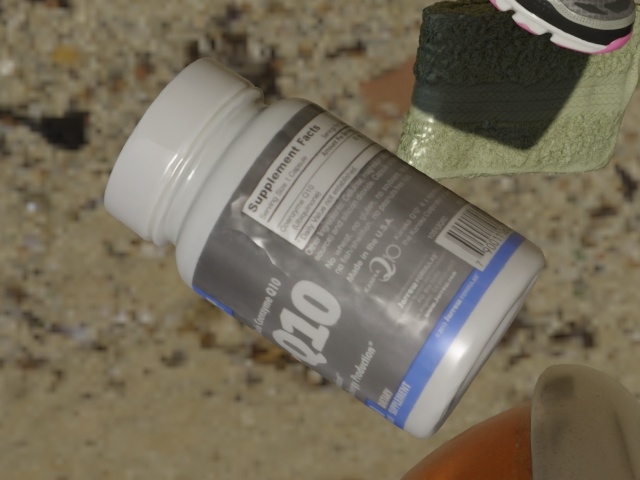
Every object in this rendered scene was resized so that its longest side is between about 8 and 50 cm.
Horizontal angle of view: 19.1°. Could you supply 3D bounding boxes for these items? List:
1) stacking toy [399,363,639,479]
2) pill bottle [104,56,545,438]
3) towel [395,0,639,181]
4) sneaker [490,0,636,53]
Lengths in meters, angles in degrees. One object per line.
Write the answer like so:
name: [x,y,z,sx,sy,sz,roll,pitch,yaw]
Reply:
stacking toy: [-0.027,0.277,0.944,0.480,0.350,0.350,-15,160,14]
pill bottle: [0.000,0.000,0.649,0.137,0.078,0.078,33,166,9]
towel: [0.113,-0.084,1.045,0.148,0.110,0.027,-4,-153,-28]
sneaker: [0.101,-0.168,0.922,0.063,0.170,0.075,-30,170,-47]
